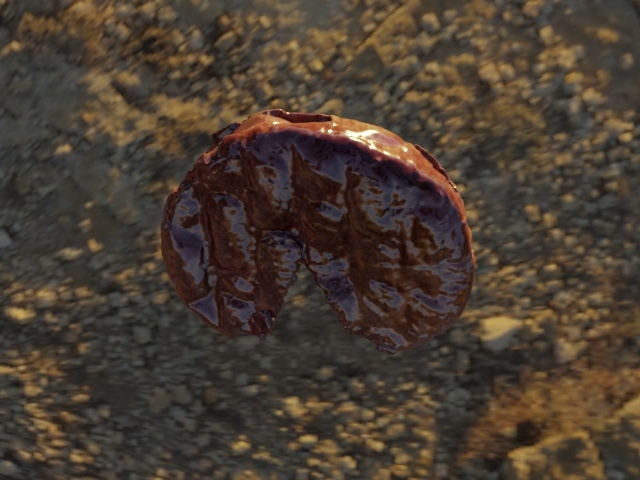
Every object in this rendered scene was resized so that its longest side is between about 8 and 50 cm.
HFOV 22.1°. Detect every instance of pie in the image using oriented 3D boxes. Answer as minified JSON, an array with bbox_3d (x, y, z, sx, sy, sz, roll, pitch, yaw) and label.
[{"bbox_3d":[0.000,0.000,1.133,0.219,0.204,0.054,15,41,0],"label":"pie"}]
